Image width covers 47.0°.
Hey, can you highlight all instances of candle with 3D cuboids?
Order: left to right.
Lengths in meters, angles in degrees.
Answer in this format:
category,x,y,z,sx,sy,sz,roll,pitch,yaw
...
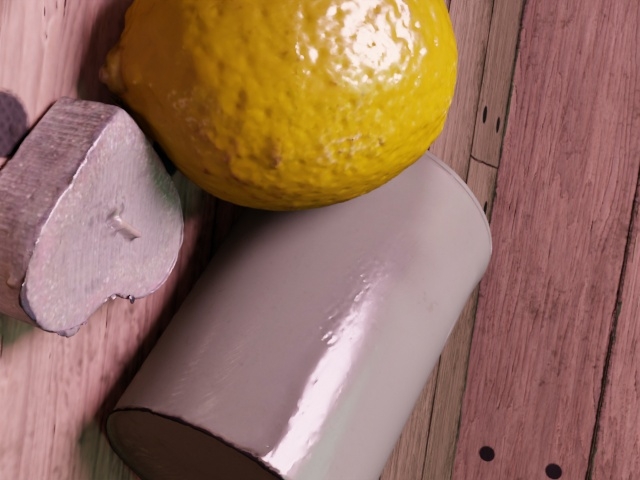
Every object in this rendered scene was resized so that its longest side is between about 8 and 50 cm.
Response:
category,x,y,z,sx,sy,sz,roll,pitch,yaw
candle,-0.180,-0.024,0.573,0.192,0.068,0.168,-25,125,-65

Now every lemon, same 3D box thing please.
category,x,y,z,sx,sy,sz,roll,pitch,yaw
lemon,-0.027,-0.146,0.626,0.311,0.253,0.253,-12,115,-26

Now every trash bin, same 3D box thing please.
category,x,y,z,sx,sy,sz,roll,pitch,yaw
trash bin,0.001,0.079,0.778,0.432,0.281,0.280,-58,148,-36
